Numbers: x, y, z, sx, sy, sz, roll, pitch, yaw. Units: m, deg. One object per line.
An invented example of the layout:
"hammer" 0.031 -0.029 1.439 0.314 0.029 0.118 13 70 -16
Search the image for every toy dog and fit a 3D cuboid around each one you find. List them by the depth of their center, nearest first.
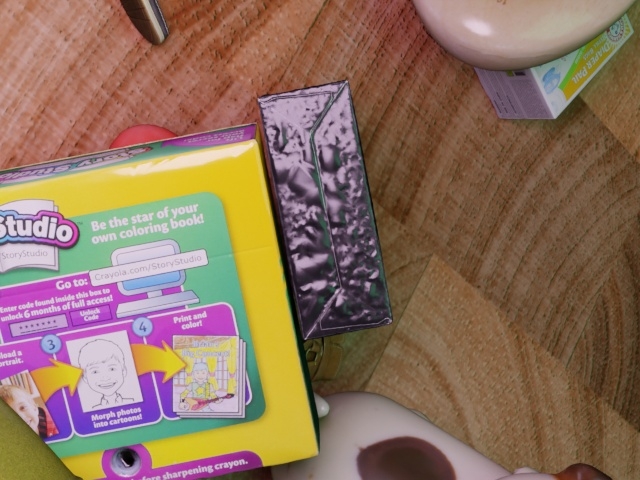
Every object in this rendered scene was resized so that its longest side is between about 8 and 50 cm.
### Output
"toy dog" 0.160 0.319 1.409 0.284 0.408 0.395 -40 126 -31

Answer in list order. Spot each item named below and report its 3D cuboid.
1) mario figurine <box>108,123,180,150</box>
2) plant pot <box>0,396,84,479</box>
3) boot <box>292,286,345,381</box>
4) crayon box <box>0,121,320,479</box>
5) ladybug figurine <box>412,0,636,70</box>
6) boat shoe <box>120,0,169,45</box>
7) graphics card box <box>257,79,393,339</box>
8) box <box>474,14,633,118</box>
"mario figurine" -0.178 0.027 1.339 0.198 0.170 0.320 -59 148 -63
"plant pot" -0.400 0.208 1.009 0.366 0.366 0.353 -35 91 -30
"boot" -0.043 0.154 1.468 0.152 0.073 0.197 18 88 -44
"crayon box" -0.206 0.078 1.185 0.363 0.106 0.313 -10 104 1
"ladybug figurine" 0.272 -0.381 1.552 0.449 0.305 0.162 -54 169 -22
"boat shoe" -0.191 -0.281 1.307 0.049 0.056 0.152 -35 115 -25
"graphics card box" 0.007 -0.041 1.298 0.094 0.371 0.232 -10 95 0
"box" 0.313 -0.267 1.678 0.203 0.103 0.114 -46 121 -25
